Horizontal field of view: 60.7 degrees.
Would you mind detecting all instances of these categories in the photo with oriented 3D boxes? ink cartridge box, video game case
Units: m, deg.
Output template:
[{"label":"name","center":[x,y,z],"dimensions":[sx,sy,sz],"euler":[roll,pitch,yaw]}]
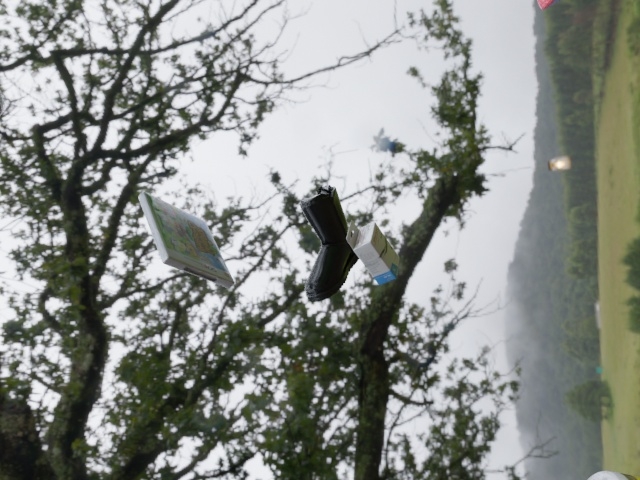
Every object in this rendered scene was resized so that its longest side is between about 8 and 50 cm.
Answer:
[{"label":"ink cartridge box","center":[0.070,0.011,0.719],"dimensions":[0.083,0.028,0.048],"euler":[52,-149,-24]},{"label":"video game case","center":[-0.292,-0.001,1.197],"dimensions":[0.193,0.023,0.212],"euler":[31,-159,-50]}]

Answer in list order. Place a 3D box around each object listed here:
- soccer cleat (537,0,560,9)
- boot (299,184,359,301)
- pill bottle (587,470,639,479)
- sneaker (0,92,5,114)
[{"label":"soccer cleat","center":[0.159,-0.293,0.452],"dimensions":[0.248,0.095,0.083],"euler":[26,-132,-29]},{"label":"boot","center":[0.000,0.000,1.304],"dimensions":[0.246,0.094,0.207],"euler":[-49,-61,-46]},{"label":"pill bottle","center":[0.341,0.278,0.464],"dimensions":[0.117,0.215,0.117],"euler":[11,-90,-84]},{"label":"sneaker","center":[-0.321,-0.140,0.469],"dimensions":[0.118,0.042,0.067],"euler":[73,-173,-46]}]
